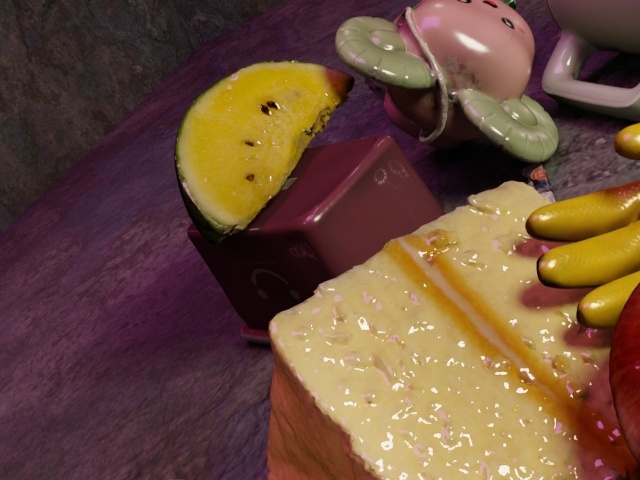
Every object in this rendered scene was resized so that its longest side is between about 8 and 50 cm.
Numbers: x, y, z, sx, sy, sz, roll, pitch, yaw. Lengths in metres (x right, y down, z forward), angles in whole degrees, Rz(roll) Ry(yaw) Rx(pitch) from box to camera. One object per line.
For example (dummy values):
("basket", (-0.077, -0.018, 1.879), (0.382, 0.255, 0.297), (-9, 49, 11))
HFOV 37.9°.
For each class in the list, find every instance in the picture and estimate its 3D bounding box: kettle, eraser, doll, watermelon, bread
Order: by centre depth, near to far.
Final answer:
("bread", (0.121, 0.132, 0.650), (0.263, 0.198, 0.236), (-29, 49, -27))
("eraser", (0.238, -0.058, 1.016), (0.027, 0.019, 0.099), (-26, 22, 17))
("watermelon", (-0.074, -0.104, 1.016), (0.129, 0.123, 0.301), (6, 42, 26))
("kettle", (0.406, -0.274, 1.046), (0.205, 0.264, 0.318), (-6, 16, -17))
("doll", (0.152, -0.183, 1.115), (0.216, 0.284, 0.268), (-63, -3, 30))

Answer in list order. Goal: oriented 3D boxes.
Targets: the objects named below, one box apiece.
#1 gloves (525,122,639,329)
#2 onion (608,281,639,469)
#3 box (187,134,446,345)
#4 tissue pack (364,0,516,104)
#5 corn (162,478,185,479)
("gloves", (0.280, -0.016, 0.630), (0.294, 0.116, 0.133), (-20, 47, -13))
("onion", (0.269, 0.062, 0.471), (0.230, 0.163, 0.230), (-4, 52, 6))
("box", (0.000, 0.000, 1.036), (0.294, 0.167, 0.193), (-3, 35, 52))
("tissue pack", (0.192, -0.269, 1.377), (0.209, 0.156, 0.148), (-39, -14, -8))
("corn", (-0.053, 0.252, 0.643), (0.123, 0.122, 0.305), (-38, 23, -31))
